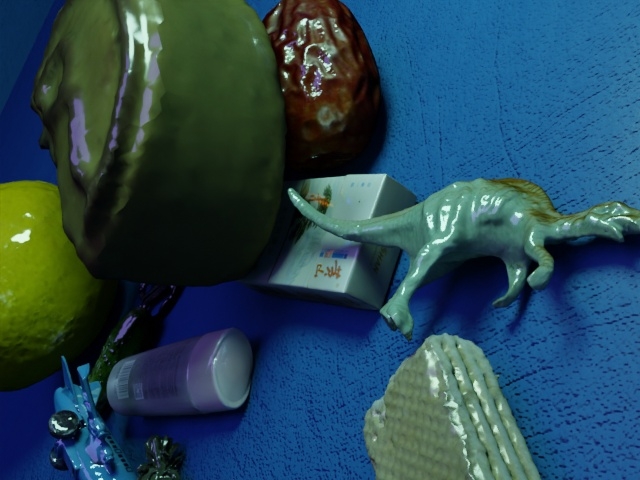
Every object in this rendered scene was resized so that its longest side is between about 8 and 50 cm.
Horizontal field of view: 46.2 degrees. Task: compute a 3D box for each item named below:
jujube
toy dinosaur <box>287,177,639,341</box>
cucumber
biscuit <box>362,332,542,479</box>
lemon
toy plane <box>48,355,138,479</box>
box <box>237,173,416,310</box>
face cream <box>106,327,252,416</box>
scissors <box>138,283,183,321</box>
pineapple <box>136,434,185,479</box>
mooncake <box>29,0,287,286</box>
[{"bbox_3d":[-0.012,-0.210,1.001,0.183,0.183,0.243,-26,64,39],"label":"jujube"},{"bbox_3d":[0.108,0.006,0.749,0.393,0.092,0.205,20,67,50],"label":"toy dinosaur"},{"bbox_3d":[-0.335,0.208,1.206,0.227,0.069,0.069,-58,35,7],"label":"cucumber"},{"bbox_3d":[0.129,0.269,0.555,0.144,0.079,0.426,-57,31,33],"label":"biscuit"},{"bbox_3d":[-0.516,0.057,1.310,0.364,0.364,0.364,-30,45,35],"label":"lemon"},{"bbox_3d":[-0.328,0.302,1.072,0.271,0.105,0.254,57,146,39],"label":"toy plane"},{"bbox_3d":[0.000,0.000,0.934,0.233,0.067,0.149,2,70,52],"label":"box"},{"bbox_3d":[-0.200,0.192,1.041,0.269,0.073,0.107,-19,63,44],"label":"face cream"},{"bbox_3d":[-0.199,0.032,1.200,0.300,0.022,0.109,-37,45,29],"label":"scissors"},{"bbox_3d":[-0.202,0.320,0.962,0.074,0.074,0.159,-46,33,19],"label":"pineapple"},{"bbox_3d":[-0.228,-0.144,0.970,0.394,0.246,0.393,4,89,55],"label":"mooncake"}]
